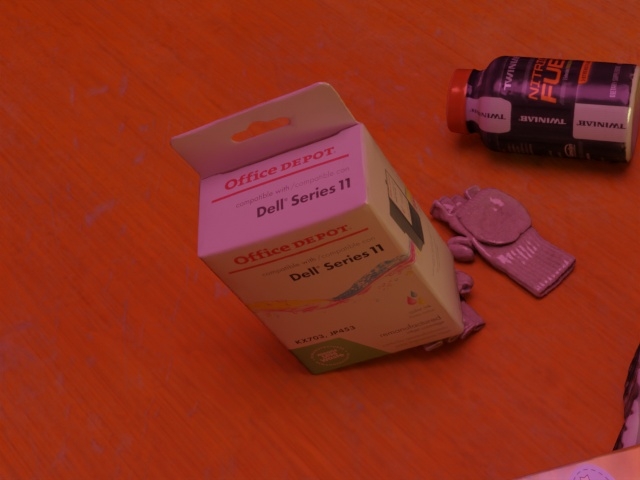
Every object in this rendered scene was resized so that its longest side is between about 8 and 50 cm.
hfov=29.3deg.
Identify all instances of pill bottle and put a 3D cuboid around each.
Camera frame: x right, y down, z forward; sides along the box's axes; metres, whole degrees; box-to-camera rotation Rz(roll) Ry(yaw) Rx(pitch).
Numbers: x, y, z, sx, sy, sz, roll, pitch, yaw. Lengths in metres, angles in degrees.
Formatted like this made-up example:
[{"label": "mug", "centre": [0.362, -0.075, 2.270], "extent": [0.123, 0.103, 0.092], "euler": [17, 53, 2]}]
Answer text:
[{"label": "pill bottle", "centre": [0.293, -0.176, 1.622], "extent": [0.245, 0.130, 0.130], "euler": [6, 52, 18]}]

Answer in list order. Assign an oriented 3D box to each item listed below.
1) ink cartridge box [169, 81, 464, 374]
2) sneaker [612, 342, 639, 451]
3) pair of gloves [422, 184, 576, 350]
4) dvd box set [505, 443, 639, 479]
[{"label": "ink cartridge box", "centre": [0.000, 0.000, 1.363], "extent": [0.207, 0.353, 0.119], "euler": [-18, 50, 19]}, {"label": "sneaker", "centre": [0.393, 0.177, 1.339], "extent": [0.115, 0.105, 0.281], "euler": [16, 64, 10]}, {"label": "pair of gloves", "centre": [0.172, 0.025, 1.538], "extent": [0.240, 0.042, 0.204], "euler": [-31, 50, -14]}, {"label": "dvd box set", "centre": [0.228, 0.376, 1.167], "extent": [0.420, 0.062, 0.308], "euler": [-15, 66, 0]}]
